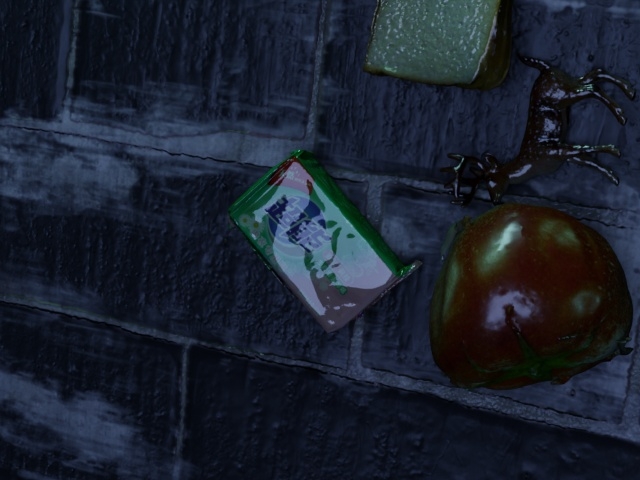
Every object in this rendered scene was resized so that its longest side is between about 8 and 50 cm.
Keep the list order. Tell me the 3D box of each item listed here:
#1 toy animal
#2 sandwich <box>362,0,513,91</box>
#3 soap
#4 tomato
[{"bbox_3d":[0.325,-0.151,1.539,0.260,0.087,0.243,11,87,21],"label":"toy animal"},{"bbox_3d":[0.189,-0.359,1.532,0.226,0.087,0.251,15,103,32],"label":"sandwich"},{"bbox_3d":[0.001,0.000,1.652,0.218,0.098,0.273,-40,86,13],"label":"soap"},{"bbox_3d":[0.288,0.079,1.469,0.304,0.303,0.239,-18,64,20],"label":"tomato"}]
